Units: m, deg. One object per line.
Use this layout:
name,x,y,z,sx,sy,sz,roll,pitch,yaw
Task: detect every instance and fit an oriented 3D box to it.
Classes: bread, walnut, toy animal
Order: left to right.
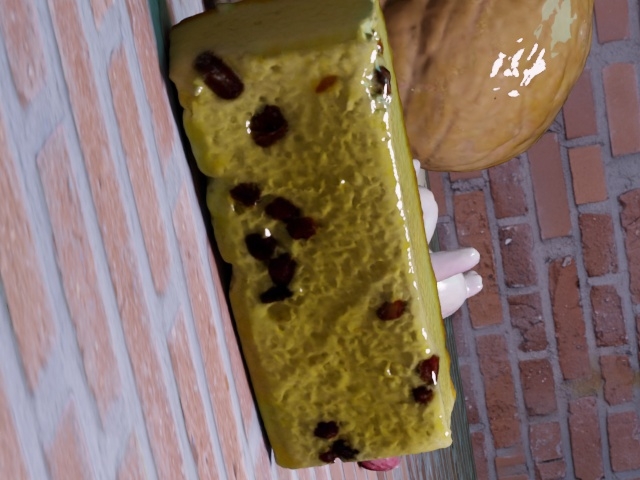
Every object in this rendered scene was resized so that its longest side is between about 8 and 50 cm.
bread,0.000,0.000,1.214,0.077,0.138,0.361,-85,166,-52
toy animal,0.080,-0.008,1.859,0.140,0.138,0.282,50,-14,28
walnut,0.157,-0.236,2.014,0.333,0.332,0.333,-8,90,-83

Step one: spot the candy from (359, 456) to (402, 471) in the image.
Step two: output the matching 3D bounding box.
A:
candy,0.056,0.186,1.853,0.103,0.043,0.103,-10,90,-81

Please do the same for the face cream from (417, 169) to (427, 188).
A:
face cream,0.080,-0.143,2.271,0.173,0.081,0.349,-81,161,-67

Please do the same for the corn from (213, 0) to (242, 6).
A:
corn,-0.057,-0.259,1.301,0.079,0.079,0.237,-62,143,-78
